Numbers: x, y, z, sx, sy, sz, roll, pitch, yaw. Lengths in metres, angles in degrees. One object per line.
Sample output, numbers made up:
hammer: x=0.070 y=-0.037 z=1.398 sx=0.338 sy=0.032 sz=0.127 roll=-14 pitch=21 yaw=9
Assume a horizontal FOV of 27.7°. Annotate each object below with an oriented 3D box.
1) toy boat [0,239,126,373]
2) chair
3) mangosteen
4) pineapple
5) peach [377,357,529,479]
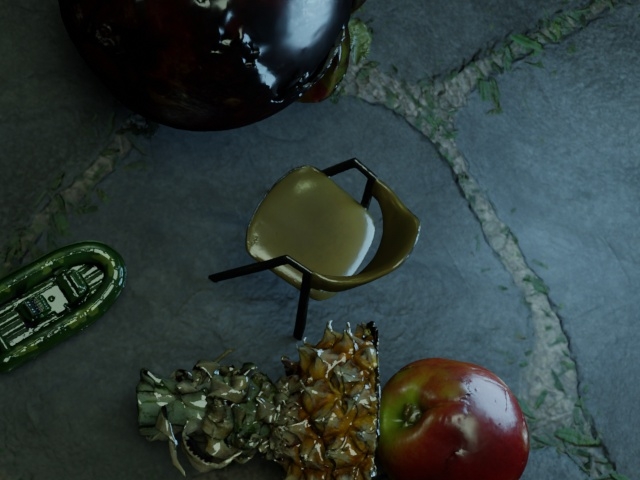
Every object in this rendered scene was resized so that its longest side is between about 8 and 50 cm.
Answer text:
toy boat: x=-0.325 y=0.072 z=1.535 sx=0.210 sy=0.052 sz=0.104 roll=-31 pitch=81 yaw=-23
chair: x=0.000 y=0.000 z=1.559 sx=0.172 sy=0.247 sz=0.159 roll=36 pitch=65 yaw=-3
mangosteen: x=-0.127 y=-0.316 z=1.581 sx=0.381 sy=0.421 sz=0.381 roll=1 pitch=92 yaw=22
pineapple: x=-0.079 y=0.206 z=1.498 sx=0.271 sy=0.262 sz=0.262 roll=6 pitch=70 yaw=-4
peach: x=0.168 y=0.239 z=1.577 sx=0.197 sy=0.197 sz=0.197 roll=6 pitch=71 yaw=-16
